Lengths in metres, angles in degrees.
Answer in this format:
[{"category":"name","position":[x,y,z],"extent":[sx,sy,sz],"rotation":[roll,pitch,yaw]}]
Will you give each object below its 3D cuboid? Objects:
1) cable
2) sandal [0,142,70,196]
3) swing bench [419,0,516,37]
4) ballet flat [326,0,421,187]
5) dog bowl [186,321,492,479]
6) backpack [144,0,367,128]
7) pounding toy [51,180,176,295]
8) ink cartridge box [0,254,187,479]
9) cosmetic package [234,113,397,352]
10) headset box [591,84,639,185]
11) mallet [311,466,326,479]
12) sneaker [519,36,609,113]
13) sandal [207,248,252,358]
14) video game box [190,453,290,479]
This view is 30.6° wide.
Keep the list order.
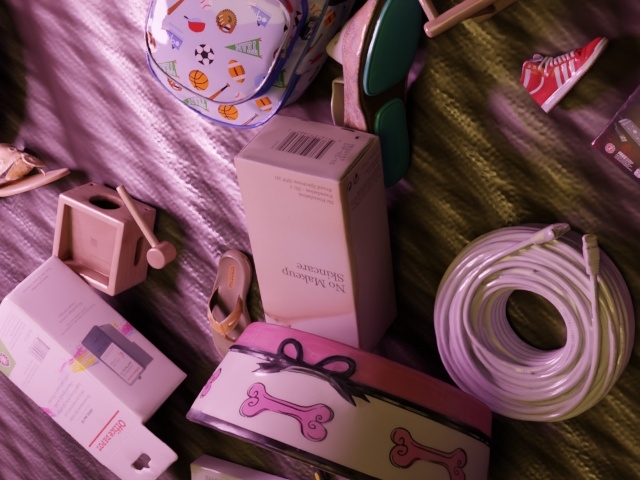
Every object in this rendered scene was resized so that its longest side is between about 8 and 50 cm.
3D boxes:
[{"category":"cable","position":[0.271,0.103,1.498],"extent":[0.257,0.089,0.257],"rotation":[-11,101,33]},{"category":"sandal","position":[-0.510,-0.116,1.884],"extent":[0.240,0.088,0.079],"rotation":[-10,106,37]},{"category":"swing bench","position":[0.195,-0.408,1.328],"extent":[0.254,0.165,0.253],"rotation":[-28,90,34]},{"category":"ballet flat","position":[0.056,-0.204,1.478],"extent":[0.106,0.107,0.316],"rotation":[33,138,32]},{"category":"dog bowl","position":[0.041,0.232,1.514],"extent":[0.408,0.408,0.150],"rotation":[14,78,26]},{"category":"backpack","position":[-0.104,-0.280,1.531],"extent":[0.276,0.213,0.263],"rotation":[34,130,14]},{"category":"pounding toy","position":[-0.294,-0.015,1.785],"extent":[0.206,0.094,0.181],"rotation":[23,117,22]},{"category":"ink cartridge box","position":[-0.349,0.215,1.832],"extent":[0.353,0.119,0.207],"rotation":[43,141,0]},{"category":"cosmetic package","position":[0.000,0.000,1.546],"extent":[0.160,0.113,0.309],"rotation":[14,133,27]},{"category":"headset box","position":[0.479,-0.154,1.276],"extent":[0.218,0.110,0.293],"rotation":[43,122,12]},{"category":"mallet","position":[-0.003,0.332,1.768],"extent":[0.062,0.039,0.190],"rotation":[-21,99,37]},{"category":"sneaker","position":[0.289,-0.215,1.409],"extent":[0.067,0.042,0.118],"rotation":[45,125,6]},{"category":"sandal","position":[-0.140,0.102,1.761],"extent":[0.072,0.049,0.180],"rotation":[15,113,26]},{"category":"video game box","position":[-0.111,0.454,1.862],"extent":[0.205,0.048,0.187],"rotation":[11,109,27]}]
